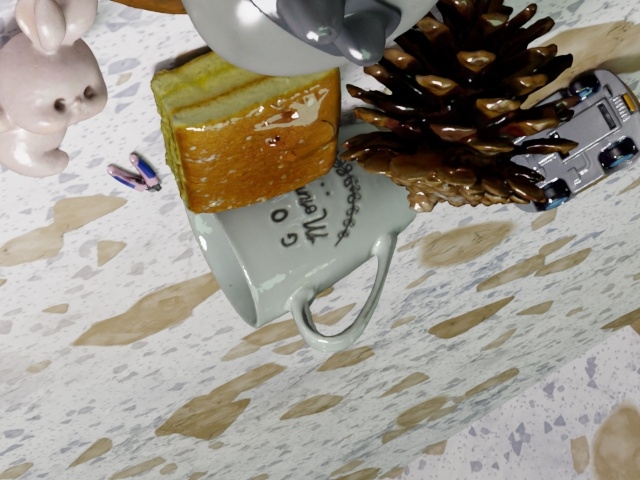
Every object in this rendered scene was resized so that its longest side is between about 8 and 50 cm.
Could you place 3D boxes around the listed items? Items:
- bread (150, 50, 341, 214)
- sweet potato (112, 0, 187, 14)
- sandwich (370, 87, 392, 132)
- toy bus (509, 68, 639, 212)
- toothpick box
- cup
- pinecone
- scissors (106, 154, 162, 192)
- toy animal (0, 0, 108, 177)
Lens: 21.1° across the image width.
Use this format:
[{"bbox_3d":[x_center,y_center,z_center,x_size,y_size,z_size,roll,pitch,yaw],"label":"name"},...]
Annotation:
[{"bbox_3d":[-0.072,-0.120,1.807,0.184,0.110,0.234,-21,161,-8],"label":"bread"},{"bbox_3d":[-0.155,-0.229,1.505,0.057,0.057,0.264,-36,159,30],"label":"sweet potato"},{"bbox_3d":[0.147,-0.165,2.027,0.162,0.058,0.193,-18,161,-19],"label":"sandwich"},{"bbox_3d":[0.337,-0.126,2.259,0.209,0.126,0.136,-33,168,23],"label":"toy bus"},{"bbox_3d":[-0.032,-0.256,1.190,0.229,0.316,0.229,-21,160,-8],"label":"toothpick box"},{"bbox_3d":[0.000,0.000,1.989,0.234,0.258,0.186,-25,159,-12],"label":"cup"},{"bbox_3d":[0.152,-0.151,1.789,0.264,0.264,0.264,-22,160,-8],"label":"pinecone"},{"bbox_3d":[-0.203,-0.070,1.926,0.039,0.012,0.113,-27,161,7],"label":"scissors"},{"bbox_3d":[-0.243,-0.144,1.537,0.124,0.124,0.212,-13,161,-30],"label":"toy animal"}]
